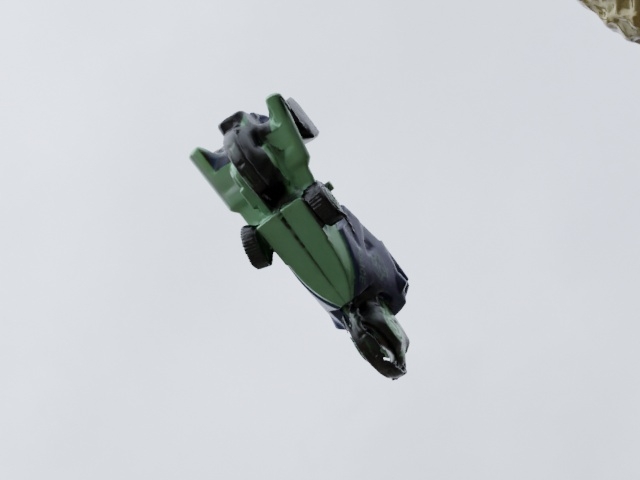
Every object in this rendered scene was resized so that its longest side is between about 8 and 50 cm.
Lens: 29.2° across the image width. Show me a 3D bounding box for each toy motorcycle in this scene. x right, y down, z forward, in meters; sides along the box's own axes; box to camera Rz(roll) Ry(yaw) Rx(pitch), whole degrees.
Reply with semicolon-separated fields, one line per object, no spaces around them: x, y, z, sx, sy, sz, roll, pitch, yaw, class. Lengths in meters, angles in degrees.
0.000;0.000;1.339;0.125;0.331;0.196;-34;4;11;toy motorcycle

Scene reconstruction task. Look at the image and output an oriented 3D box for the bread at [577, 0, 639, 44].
0.310;-0.265;1.010;0.244;0.244;0.134;-20;-31;-25;bread
